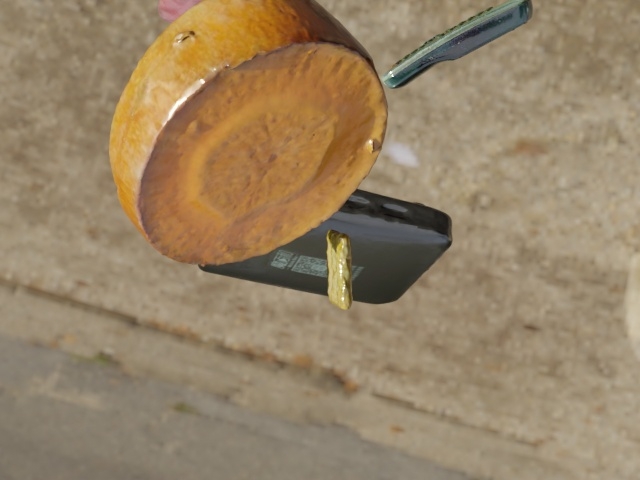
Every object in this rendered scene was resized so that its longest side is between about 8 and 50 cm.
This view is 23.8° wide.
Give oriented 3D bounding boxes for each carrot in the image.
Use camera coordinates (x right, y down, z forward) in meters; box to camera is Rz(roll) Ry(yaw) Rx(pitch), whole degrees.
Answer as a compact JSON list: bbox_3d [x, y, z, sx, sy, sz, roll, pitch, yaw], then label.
[{"bbox_3d":[-0.073,-0.097,1.481,0.258,0.100,0.307,5,126,-33],"label":"carrot"}]

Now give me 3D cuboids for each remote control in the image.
[{"bbox_3d":[0.179,-0.260,1.996,0.222,0.042,0.072,-27,-175,20],"label":"remote control"}]

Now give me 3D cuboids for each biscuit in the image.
[{"bbox_3d":[0.020,0.031,1.647,0.018,0.083,0.081,-3,-177,-9],"label":"biscuit"}]

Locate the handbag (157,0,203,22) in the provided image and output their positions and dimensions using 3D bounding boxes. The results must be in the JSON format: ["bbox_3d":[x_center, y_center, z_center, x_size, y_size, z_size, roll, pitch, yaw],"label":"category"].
[{"bbox_3d":[-0.126,-0.380,1.905,0.146,0.225,0.135,13,143,26],"label":"handbag"}]

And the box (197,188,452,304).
[{"bbox_3d":[0.000,0.000,1.929,0.288,0.073,0.290,11,158,-10],"label":"box"}]
